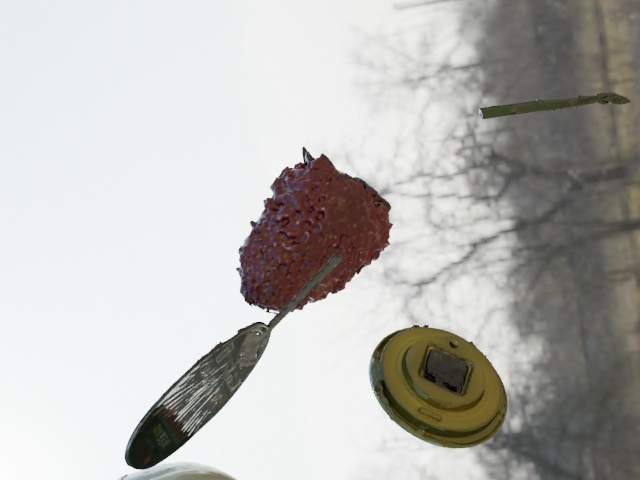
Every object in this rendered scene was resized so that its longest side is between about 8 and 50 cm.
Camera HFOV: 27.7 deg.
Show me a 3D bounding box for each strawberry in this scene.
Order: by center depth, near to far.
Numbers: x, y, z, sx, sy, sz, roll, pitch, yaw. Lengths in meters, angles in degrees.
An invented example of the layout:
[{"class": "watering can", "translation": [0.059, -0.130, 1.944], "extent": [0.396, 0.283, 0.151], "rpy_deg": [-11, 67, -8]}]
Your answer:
[{"class": "strawberry", "translation": [0.003, -0.003, 1.530], "extent": [0.208, 0.167, 0.087], "rpy_deg": [-67, 12, -25]}]

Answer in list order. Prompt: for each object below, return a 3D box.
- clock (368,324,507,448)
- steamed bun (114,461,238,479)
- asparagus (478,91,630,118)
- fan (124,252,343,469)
[{"class": "clock", "translation": [0.191, 0.216, 2.021], "extent": [0.237, 0.237, 0.057], "rpy_deg": [-88, 16, -44]}, {"class": "steamed bun", "translation": [-0.213, 0.411, 1.589], "extent": [0.233, 0.334, 0.312], "rpy_deg": [39, -127, -15]}, {"class": "asparagus", "translation": [0.231, -0.134, 1.270], "extent": [0.016, 0.163, 0.016], "rpy_deg": [110, 147, -58]}, {"class": "fan", "translation": [-0.103, 0.130, 1.312], "extent": [0.012, 0.294, 0.223], "rpy_deg": [42, -165, 15]}]
